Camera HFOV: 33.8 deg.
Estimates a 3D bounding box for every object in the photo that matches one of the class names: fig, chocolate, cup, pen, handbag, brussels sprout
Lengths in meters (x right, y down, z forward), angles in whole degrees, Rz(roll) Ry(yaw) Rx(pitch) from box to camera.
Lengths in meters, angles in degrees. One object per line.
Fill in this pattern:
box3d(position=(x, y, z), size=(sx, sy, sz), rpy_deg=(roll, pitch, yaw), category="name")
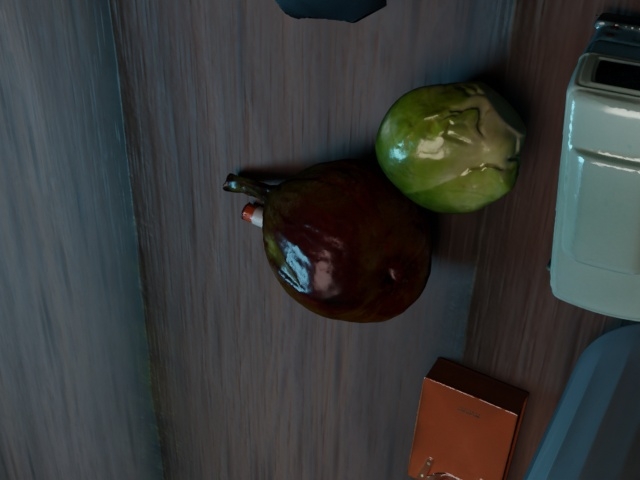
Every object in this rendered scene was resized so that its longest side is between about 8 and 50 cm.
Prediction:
box3d(position=(-0.017, 0.001, 1.214), size=(0.290, 0.190, 0.191), rpy_deg=(2, 125, 32), category="fig")
box3d(position=(0.009, -0.278, 1.042), size=(0.148, 0.080, 0.125), rpy_deg=(30, 147, 1), category="chocolate")
box3d(position=(0.345, 0.227, 1.034), size=(0.237, 0.327, 0.323), rpy_deg=(36, 137, 6), category="cup")
box3d(position=(0.000, 0.000, 1.305), size=(0.218, 0.026, 0.026), rpy_deg=(22, 133, 19), category="pen")
box3d(position=(0.186, 0.253, 1.357), size=(0.127, 0.063, 0.190), rpy_deg=(21, 130, 19), category="handbag")
box3d(position=(0.131, -0.099, 1.074), size=(0.155, 0.117, 0.155), rpy_deg=(4, 130, 5), category="brussels sprout")

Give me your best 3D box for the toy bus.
box3d(position=(0.285, -0.050, 0.970), size=(0.133, 0.165, 0.271), rpy_deg=(15, 131, 24), category="toy bus")
